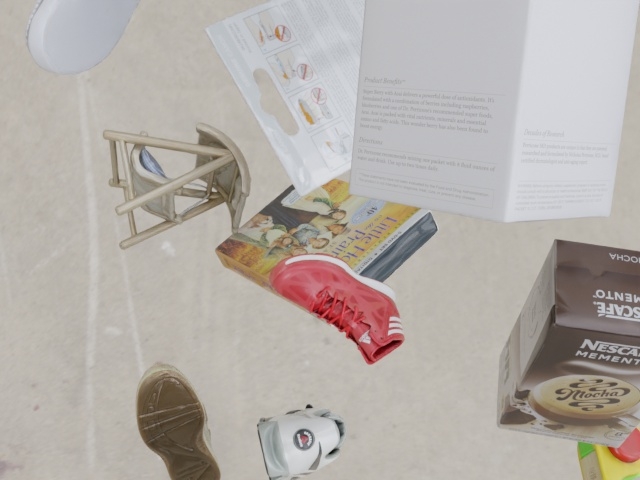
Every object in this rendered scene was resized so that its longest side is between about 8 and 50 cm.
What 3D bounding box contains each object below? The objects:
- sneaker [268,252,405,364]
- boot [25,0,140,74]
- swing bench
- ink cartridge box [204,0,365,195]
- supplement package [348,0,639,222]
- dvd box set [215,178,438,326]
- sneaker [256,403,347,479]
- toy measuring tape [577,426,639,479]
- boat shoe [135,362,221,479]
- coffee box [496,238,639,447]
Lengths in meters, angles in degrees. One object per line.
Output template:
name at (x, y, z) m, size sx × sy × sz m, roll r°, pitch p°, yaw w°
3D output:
sneaker at (0.036, 0.098, 1.228) m, size 0.221 × 0.087 × 0.128 m, roll 15°, pitch 32°, yaw -30°
boot at (-0.270, -0.269, 0.934) m, size 0.123 × 0.095 × 0.258 m, roll 7°, pitch 47°, yaw 20°
swing bench at (-0.276, -0.106, 1.682) m, size 0.254 × 0.253 × 0.165 m, roll -9°, pitch 75°, yaw -14°
ink cartridge box at (0.020, -0.270, 1.462) m, size 0.385 × 0.091 × 0.308 m, roll -31°, pitch 92°, yaw -31°
supplement package at (0.155, -0.174, 0.758) m, size 0.175 × 0.177 × 0.293 m, roll -4°, pitch 104°, yaw -44°
dvd box set at (0.000, 0.000, 1.829) m, size 0.307 × 0.420 × 0.062 m, roll -41°, pitch 125°, yaw -18°
sneaker at (-0.027, 0.344, 1.472) m, size 0.146 × 0.330 × 0.122 m, roll -14°, pitch 82°, yaw -7°
toy measuring tape at (0.515, 0.419, 1.484) m, size 0.121 × 0.121 × 0.330 m, roll 13°, pitch 55°, yaw -26°
boat shoe at (-0.240, 0.302, 1.457) m, size 0.109 × 0.302 × 0.098 m, roll -18°, pitch 40°, yaw -5°
coffee box at (0.331, 0.137, 1.073) m, size 0.168 × 0.297 × 0.119 m, roll 8°, pitch 56°, yaw 4°
